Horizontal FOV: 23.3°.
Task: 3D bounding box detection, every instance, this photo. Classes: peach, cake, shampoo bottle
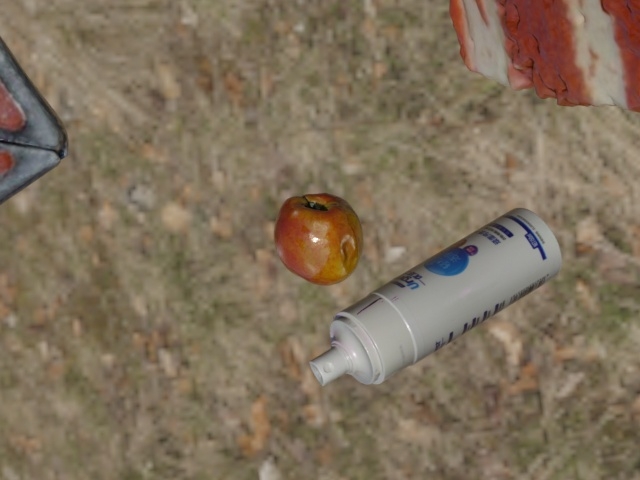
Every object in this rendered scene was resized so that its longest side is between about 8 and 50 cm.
[{"bbox_3d":[-0.001,0.001,1.614,0.101,0.101,0.100,176,90,-67],"label":"peach"},{"bbox_3d":[0.264,-0.269,1.257,0.319,0.269,0.270,15,126,56],"label":"cake"},{"bbox_3d":[0.116,0.069,1.651,0.092,0.303,0.092,46,152,33],"label":"shampoo bottle"}]

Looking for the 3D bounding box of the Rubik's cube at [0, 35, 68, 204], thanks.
[{"bbox_3d":[-0.329,-0.098,0.930,0.255,0.259,0.260,59,173,-20],"label":"Rubik's cube"}]
